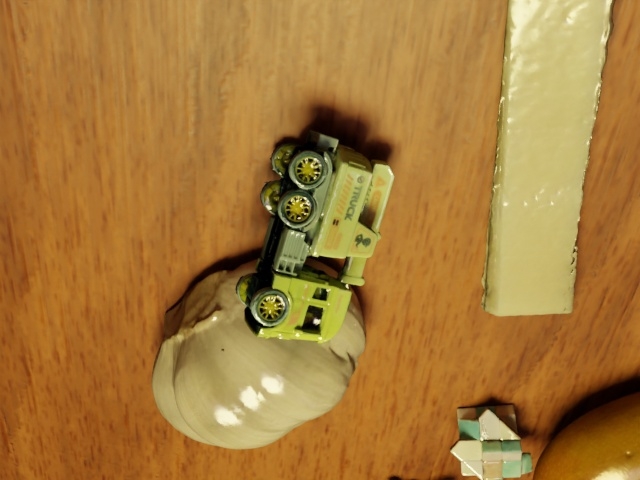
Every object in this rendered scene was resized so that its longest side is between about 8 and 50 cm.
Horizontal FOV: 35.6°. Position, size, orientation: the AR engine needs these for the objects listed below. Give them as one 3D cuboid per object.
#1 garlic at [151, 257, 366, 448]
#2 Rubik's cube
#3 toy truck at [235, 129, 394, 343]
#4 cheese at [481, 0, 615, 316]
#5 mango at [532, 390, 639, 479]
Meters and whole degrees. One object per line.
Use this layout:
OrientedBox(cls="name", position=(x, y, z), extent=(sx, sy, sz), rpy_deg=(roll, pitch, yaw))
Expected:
OrientedBox(cls="garlic", position=(-0.056, 0.123, 0.920), extent=(0.178, 0.142, 0.229), rpy_deg=(33, 118, -21))
OrientedBox(cls="Rubik's cube", position=(0.173, 0.213, 1.024), extent=(0.075, 0.073, 0.084), rpy_deg=(-17, 130, 17))
OrientedBox(cls="toy truck", position=(0.000, 0.000, 0.809), extent=(0.100, 0.077, 0.168), rpy_deg=(13, 96, -17))
OrientedBox(cls="cheese", position=(0.177, -0.081, 0.790), extent=(0.085, 0.034, 0.400), rpy_deg=(2, 132, 8))
OrientedBox(cls="mango", position=(0.314, 0.209, 0.979), extent=(0.253, 0.113, 0.138), rpy_deg=(-39, 138, 26))
